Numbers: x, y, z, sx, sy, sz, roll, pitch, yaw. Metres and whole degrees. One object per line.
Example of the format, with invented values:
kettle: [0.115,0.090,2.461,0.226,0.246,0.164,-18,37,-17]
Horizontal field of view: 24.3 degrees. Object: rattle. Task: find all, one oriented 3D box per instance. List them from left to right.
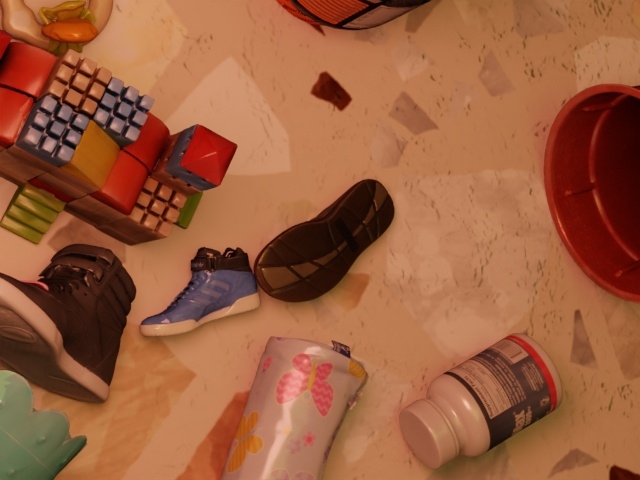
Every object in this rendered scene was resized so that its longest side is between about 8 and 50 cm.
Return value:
rattle: [-0.270,-0.306,1.596,0.130,0.143,0.200,20,84,-2]

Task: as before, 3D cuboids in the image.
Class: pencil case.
pencil case: [-0.040,0.242,1.663,0.124,0.113,0.273,28,75,-31]

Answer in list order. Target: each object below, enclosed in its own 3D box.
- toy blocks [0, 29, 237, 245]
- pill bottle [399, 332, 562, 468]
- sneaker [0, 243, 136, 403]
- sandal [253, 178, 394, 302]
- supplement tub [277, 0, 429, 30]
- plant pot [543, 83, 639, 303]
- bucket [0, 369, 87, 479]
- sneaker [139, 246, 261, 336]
toy blocks: [-0.261,-0.110,1.513,0.381,0.261,0.191,29,75,-19]
pill bottle: [0.189,0.195,1.770,0.180,0.108,0.108,-27,97,-22]
sneaker: [-0.279,0.054,1.518,0.104,0.296,0.147,6,68,18]
sandal: [0.000,0.000,1.734,0.219,0.060,0.090,-43,109,-35]
supplement tub: [0.067,-0.351,1.633,0.207,0.338,0.207,2,85,-24]
plant pot: [0.468,-0.087,1.847,0.265,0.272,0.273,-17,93,-32]
bucket: [-0.384,0.183,1.440,0.281,0.281,0.183,42,75,-15]
sneaker: [-0.141,0.052,1.661,0.152,0.058,0.085,-17,98,-28]
